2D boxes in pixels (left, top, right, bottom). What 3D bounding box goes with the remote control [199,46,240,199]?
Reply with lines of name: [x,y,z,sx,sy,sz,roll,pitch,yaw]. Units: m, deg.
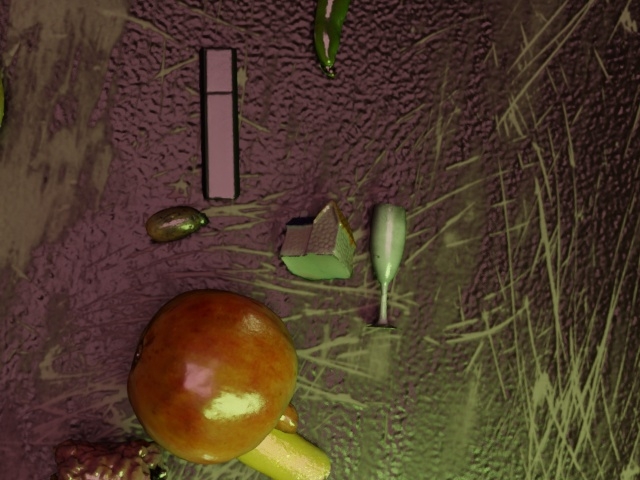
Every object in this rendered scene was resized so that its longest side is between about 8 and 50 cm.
remote control: [-0.159,-0.185,1.710,0.063,0.025,0.245,-2,87,-3]

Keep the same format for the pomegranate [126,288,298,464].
pomegranate: [-0.144,0.206,1.593,0.271,0.229,0.252,26,76,-16]

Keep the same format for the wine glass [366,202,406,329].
wine glass: [0.105,0.041,1.714,0.066,0.066,0.198,5,85,-7]

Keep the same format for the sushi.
sushi: [-0.307,0.419,1.558,0.171,0.236,0.270,5,83,-15]

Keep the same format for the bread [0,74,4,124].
bread: [-0.616,-0.225,1.586,0.306,0.159,0.305,0,88,-7]

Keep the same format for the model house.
model house: [0.000,0.000,1.698,0.101,0.087,0.100,-2,60,23]

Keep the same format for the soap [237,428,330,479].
soap: [-0.067,0.330,1.688,0.168,0.033,0.089,37,85,-4]

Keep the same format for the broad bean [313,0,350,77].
broad bean: [0.029,-0.389,1.734,0.065,0.046,0.254,17,86,-13]

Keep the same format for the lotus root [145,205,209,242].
lotus root: [-0.222,-0.028,1.678,0.099,0.054,0.049,-13,109,-7]
